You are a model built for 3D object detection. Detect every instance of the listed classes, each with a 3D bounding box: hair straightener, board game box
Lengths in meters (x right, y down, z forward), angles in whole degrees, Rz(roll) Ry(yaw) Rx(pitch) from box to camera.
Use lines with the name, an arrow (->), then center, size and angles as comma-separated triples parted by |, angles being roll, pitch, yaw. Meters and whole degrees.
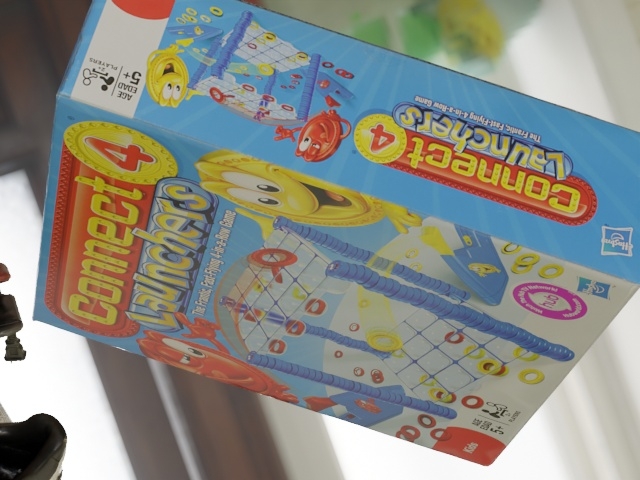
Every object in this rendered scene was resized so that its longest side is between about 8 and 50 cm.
hair straightener -> -0.270, 0.059, 1.590 | 0.047, 0.089, 0.230 | -16, -172, -15
board game box -> 0.000, 0.000, 1.102 | 0.302, 0.086, 0.308 | 18, 154, -2

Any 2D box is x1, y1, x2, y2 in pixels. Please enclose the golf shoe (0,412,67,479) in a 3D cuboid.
golf shoe -> -0.191, 0.102, 0.809 | 0.186, 0.067, 0.086 | -6, 143, -42

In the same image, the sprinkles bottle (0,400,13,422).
sprinkles bottle -> -0.270, 0.085, 1.195 | 0.121, 0.355, 0.121 | -32, 165, -10
